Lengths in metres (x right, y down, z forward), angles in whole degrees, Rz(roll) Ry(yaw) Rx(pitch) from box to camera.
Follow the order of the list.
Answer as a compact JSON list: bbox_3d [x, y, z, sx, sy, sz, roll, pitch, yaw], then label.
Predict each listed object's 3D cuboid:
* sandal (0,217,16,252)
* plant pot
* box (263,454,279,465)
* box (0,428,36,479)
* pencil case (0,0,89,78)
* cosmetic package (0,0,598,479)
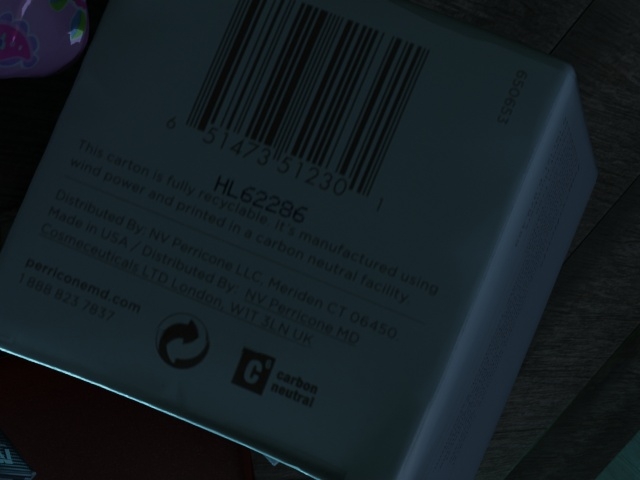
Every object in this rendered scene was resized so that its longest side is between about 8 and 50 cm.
[{"bbox_3d":[-0.210,-0.020,1.482,0.240,0.088,0.079,-20,153,-32],"label":"sandal"},{"bbox_3d":[-0.176,0.244,1.686,0.267,0.235,0.267,-18,151,-9],"label":"plant pot"},{"bbox_3d":[-0.032,0.130,1.927,0.186,0.145,0.038,-42,-172,-3],"label":"box"},{"bbox_3d":[-0.361,0.110,1.307,0.060,0.216,0.270,-49,154,10],"label":"box"},{"bbox_3d":[-0.275,-0.163,1.132,0.284,0.124,0.124,-7,137,-54],"label":"pencil case"},{"bbox_3d":[0.000,0.000,1.356,0.394,0.329,0.327,35,77,-76],"label":"cosmetic package"}]
